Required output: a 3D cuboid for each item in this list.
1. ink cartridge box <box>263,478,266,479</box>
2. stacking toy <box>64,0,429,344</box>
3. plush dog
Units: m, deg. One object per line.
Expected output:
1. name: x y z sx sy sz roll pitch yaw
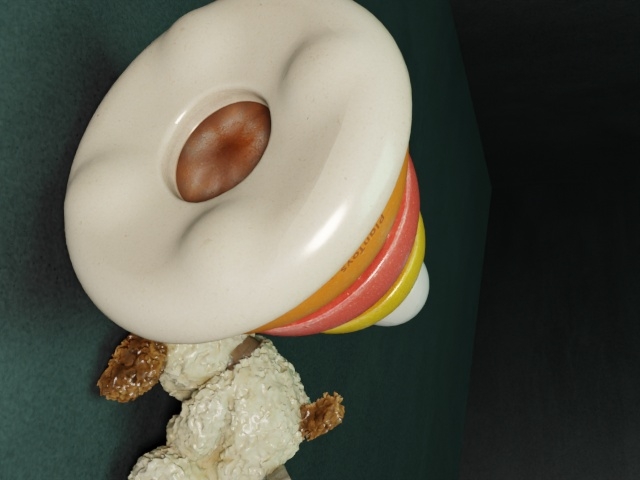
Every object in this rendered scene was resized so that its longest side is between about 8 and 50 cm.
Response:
1. ink cartridge box: -0.079 0.385 0.845 0.056 0.099 0.135 -10 97 -65
2. stacking toy: 0.000 0.000 0.727 0.480 0.350 0.351 43 50 -53
3. plush dog: -0.113 0.149 0.728 0.225 0.210 0.262 55 29 -5
